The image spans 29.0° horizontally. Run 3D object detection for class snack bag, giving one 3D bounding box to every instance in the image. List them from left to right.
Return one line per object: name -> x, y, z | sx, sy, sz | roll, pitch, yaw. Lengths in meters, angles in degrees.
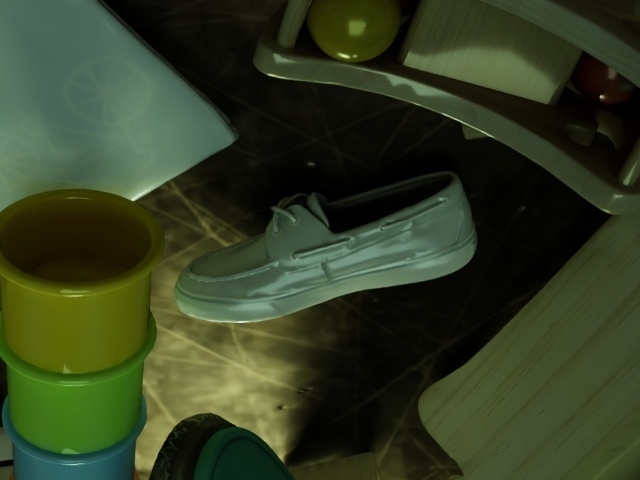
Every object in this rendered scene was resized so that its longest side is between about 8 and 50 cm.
snack bag -> -0.253, -0.081, 0.647 | 0.323, 0.037, 0.342 | -30, 132, 22

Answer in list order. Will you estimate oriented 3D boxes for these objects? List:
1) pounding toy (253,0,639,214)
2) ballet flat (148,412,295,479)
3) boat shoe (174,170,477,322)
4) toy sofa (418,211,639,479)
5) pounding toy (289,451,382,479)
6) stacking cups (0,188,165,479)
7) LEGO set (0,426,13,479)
pounding toy -> 0.097, -0.071, 0.612 | 0.269, 0.154, 0.155 | 10, 131, -14
ballet flat -> -0.030, 0.315, 0.810 | 0.182, 0.164, 0.483 | -13, 122, 32
boat shoe -> 0.000, 0.000, 0.733 | 0.184, 0.066, 0.063 | -9, 119, 6
toy sofa -> 0.237, 0.076, 0.790 | 0.150, 0.177, 0.362 | 0, 138, -41
pounding toy -> 0.010, 0.241, 0.925 | 0.100, 0.141, 0.130 | -15, 118, 8
stacking cups -> -0.142, 0.128, 0.737 | 0.096, 0.096, 0.316 | 1, 123, -7
LEGO set -> -0.175, 0.239, 0.913 | 0.087, 0.093, 0.227 | -8, 133, 1
